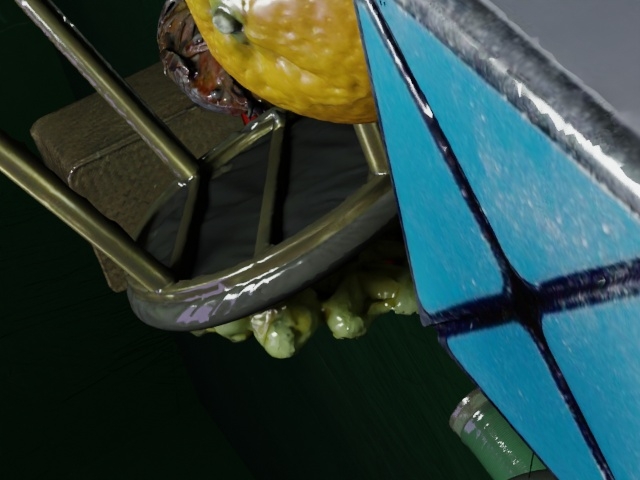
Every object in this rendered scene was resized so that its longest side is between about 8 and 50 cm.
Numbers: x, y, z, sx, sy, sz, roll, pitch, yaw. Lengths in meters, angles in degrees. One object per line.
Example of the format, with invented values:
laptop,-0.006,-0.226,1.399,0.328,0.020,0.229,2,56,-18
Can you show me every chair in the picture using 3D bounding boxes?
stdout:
chair,-0.118,-0.180,1.167,0.410,0.362,0.364,58,-167,-22

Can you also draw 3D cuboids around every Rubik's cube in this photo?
Rubik's cube,0.186,-0.028,0.651,0.260,0.255,0.259,47,161,47

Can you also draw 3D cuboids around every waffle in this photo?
waffle,0.000,0.000,1.349,0.317,0.297,0.073,26,134,56

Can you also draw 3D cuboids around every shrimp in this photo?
shrimp,-0.083,-0.190,1.633,0.116,0.145,0.343,40,-172,-38

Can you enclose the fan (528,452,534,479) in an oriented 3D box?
fan,0.148,-0.020,0.879,0.190,0.009,0.329,74,-152,-62

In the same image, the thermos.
thermos,0.203,0.224,1.496,0.187,0.073,0.083,53,163,34

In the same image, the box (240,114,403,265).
box,-0.002,-0.073,1.675,0.240,0.074,0.153,43,153,53

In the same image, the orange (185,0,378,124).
orange,0.034,-0.188,0.861,0.264,0.264,0.264,56,166,23

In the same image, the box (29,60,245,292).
box,-0.166,-0.092,1.813,0.143,0.273,0.184,43,157,53

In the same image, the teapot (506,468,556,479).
teapot,0.226,0.295,1.254,0.285,0.223,0.305,21,146,58
